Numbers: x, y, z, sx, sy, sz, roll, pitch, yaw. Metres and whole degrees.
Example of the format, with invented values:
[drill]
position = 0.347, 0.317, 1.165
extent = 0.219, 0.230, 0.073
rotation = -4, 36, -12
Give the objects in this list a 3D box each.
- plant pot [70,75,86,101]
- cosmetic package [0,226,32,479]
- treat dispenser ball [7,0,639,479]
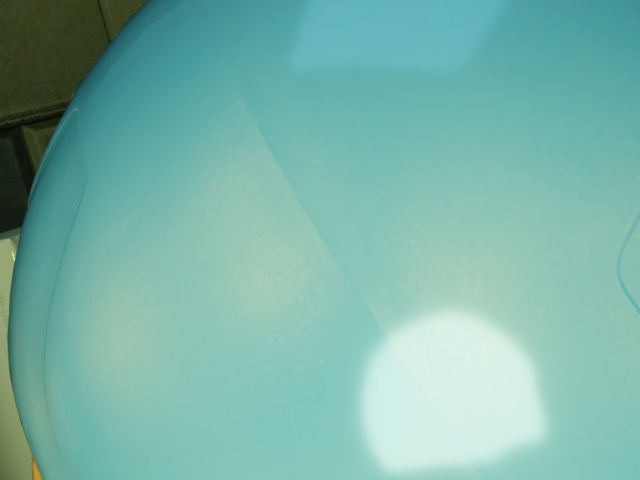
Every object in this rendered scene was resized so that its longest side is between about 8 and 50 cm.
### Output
[plant pot]
position = 0.000, 0.000, 0.881
extent = 0.272, 0.255, 0.271
rotation = -20, 17, 6
[cosmetic package]
position = -0.182, 0.072, 1.305
extent = 0.155, 0.197, 0.365
rotation = -15, 6, 22
[treat dispenser ball]
position = 0.051, 0.030, 0.497
extent = 0.288, 0.288, 0.288
rotation = -15, 5, 1
